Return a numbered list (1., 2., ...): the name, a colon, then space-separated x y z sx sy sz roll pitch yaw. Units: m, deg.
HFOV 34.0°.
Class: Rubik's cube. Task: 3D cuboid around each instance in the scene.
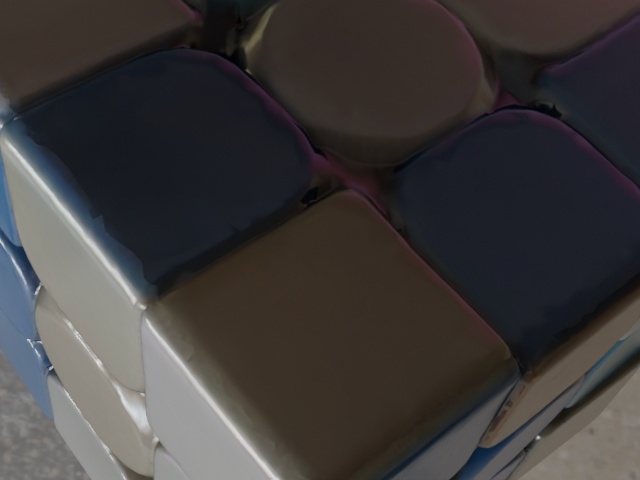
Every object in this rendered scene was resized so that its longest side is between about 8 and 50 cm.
1. Rubik's cube: 0.000 0.000 0.640 0.347 0.344 0.347 -33 66 -26
